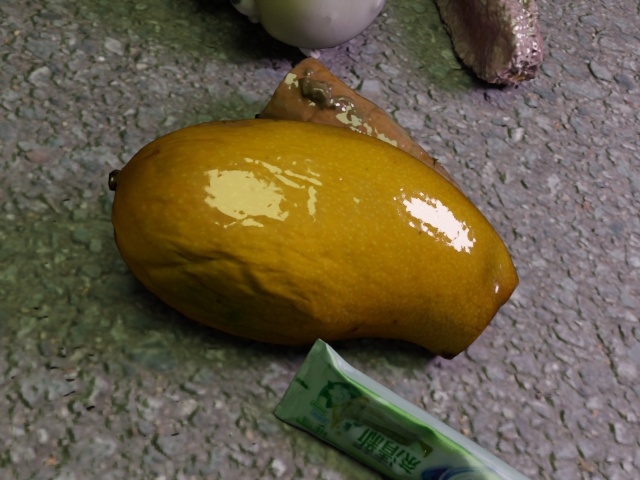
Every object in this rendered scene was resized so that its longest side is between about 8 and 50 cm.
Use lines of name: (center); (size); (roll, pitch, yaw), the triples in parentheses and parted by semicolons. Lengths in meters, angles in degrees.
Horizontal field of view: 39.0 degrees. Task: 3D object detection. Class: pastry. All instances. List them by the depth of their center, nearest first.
pastry: (0.192, -0.288, 1.069); (0.112, 0.103, 0.265); (-6, 57, -29)

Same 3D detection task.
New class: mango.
mango: (0.002, -0.004, 0.759); (0.359, 0.144, 0.187); (7, 83, -17)

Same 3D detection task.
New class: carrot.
carrot: (0.061, -0.067, 0.875); (0.263, 0.102, 0.102); (39, 53, 8)

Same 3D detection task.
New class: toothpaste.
toothpaste: (0.105, 0.183, 0.705); (0.297, 0.075, 0.048); (30, 11, 7)

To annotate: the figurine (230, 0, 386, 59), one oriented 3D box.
figurine: (-0.103, -0.343, 1.004); (0.394, 0.226, 0.274); (14, 19, 9)
